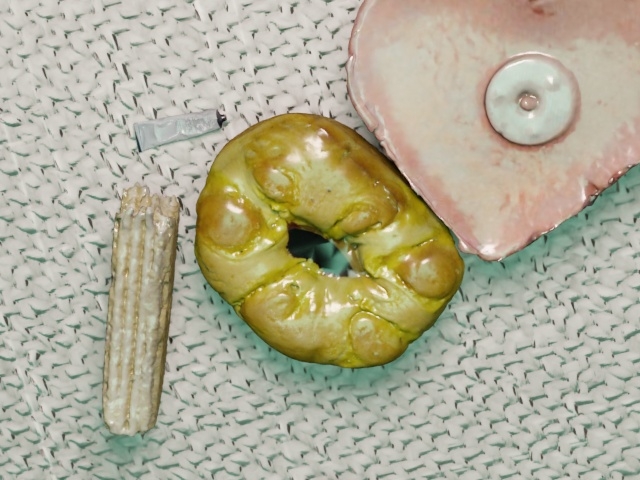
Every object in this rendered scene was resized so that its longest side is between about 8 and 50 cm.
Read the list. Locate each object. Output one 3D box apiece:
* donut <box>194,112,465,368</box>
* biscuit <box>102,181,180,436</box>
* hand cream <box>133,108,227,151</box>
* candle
[{"bbox_3d":[0.000,0.000,1.498,0.208,0.128,0.261,-41,103,12],"label":"donut"},{"bbox_3d":[-0.177,0.068,1.529,0.062,0.108,0.238,5,107,-4],"label":"biscuit"},{"bbox_3d":[-0.137,-0.110,1.525,0.093,0.019,0.030,-11,109,10],"label":"hand cream"},{"bbox_3d":[0.186,-0.127,1.460,0.317,0.131,0.287,5,103,8],"label":"candle"}]
